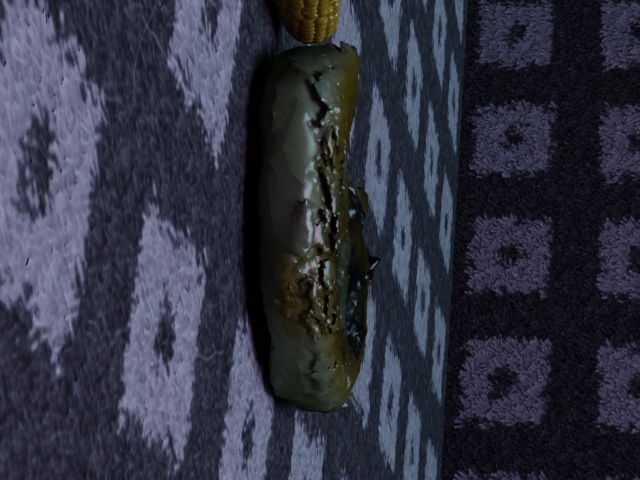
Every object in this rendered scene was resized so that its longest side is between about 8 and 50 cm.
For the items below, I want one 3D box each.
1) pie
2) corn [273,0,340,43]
[{"bbox_3d":[0.000,0.000,1.326,0.371,0.078,0.296,78,18,-51],"label":"pie"},{"bbox_3d":[-0.020,-0.246,1.233,0.206,0.067,0.067,78,17,-57],"label":"corn"}]
